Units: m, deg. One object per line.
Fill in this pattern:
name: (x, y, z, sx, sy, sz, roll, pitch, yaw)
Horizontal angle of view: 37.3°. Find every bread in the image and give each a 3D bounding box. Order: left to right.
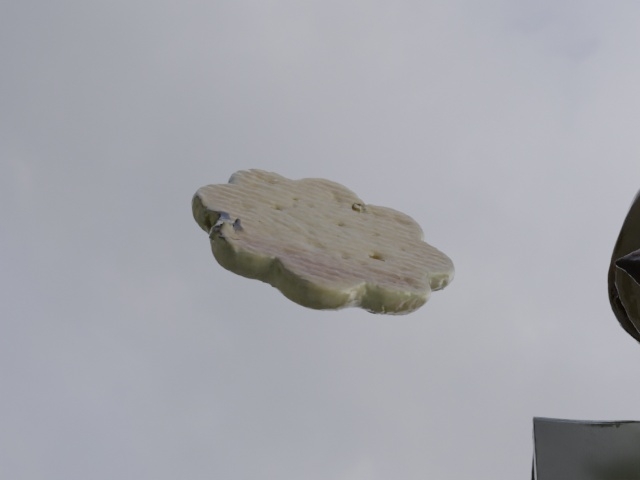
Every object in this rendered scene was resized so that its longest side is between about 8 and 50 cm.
bread: (0.000, 0.000, 1.075, 0.316, 0.316, 0.054, 32, -64, 32)

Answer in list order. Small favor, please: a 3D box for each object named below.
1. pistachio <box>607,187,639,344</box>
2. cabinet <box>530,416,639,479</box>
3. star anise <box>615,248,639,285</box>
pistachio: (0.419, 0.046, 1.045, 0.166, 0.197, 0.288, -117, -176, -61)
cabinet: (0.311, 0.379, 0.885, 0.228, 0.289, 0.317, 0, -49, 8)
star anise: (0.380, 0.006, 0.799, 0.212, 0.111, 0.196, -42, -67, 16)
